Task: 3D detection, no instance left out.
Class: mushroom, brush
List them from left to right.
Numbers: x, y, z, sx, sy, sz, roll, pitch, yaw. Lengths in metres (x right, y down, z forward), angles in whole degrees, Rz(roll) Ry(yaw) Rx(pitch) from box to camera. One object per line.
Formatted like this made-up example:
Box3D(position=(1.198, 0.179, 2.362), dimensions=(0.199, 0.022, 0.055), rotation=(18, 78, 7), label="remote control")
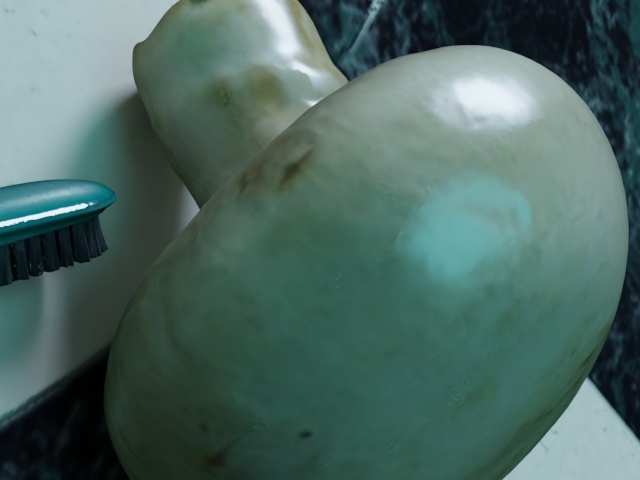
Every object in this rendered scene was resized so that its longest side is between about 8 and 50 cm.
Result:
Box3D(position=(-0.142, 0.009, 0.553), dimensions=(0.193, 0.043, 0.032), rotation=(-18, 112, -46), label="brush")
Box3D(position=(0.004, 0.008, 0.610), dimensions=(0.209, 0.206, 0.206), rotation=(48, 48, -7), label="mushroom")
